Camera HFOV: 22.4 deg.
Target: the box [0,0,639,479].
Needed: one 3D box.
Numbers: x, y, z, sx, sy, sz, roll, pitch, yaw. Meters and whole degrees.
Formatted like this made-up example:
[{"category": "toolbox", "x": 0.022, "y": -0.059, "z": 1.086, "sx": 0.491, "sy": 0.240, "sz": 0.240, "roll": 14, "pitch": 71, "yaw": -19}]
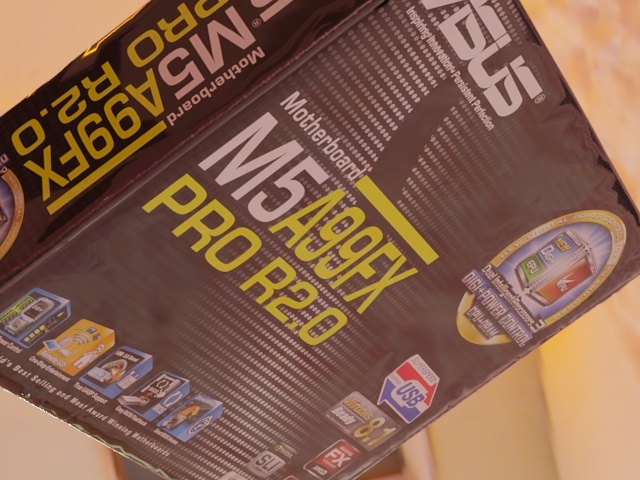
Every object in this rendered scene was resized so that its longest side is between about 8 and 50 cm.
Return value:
[{"category": "box", "x": 0.000, "y": 0.000, "z": 0.613, "sx": 0.060, "sy": 0.216, "sz": 0.270, "roll": 58, "pitch": -173, "yaw": 32}]
